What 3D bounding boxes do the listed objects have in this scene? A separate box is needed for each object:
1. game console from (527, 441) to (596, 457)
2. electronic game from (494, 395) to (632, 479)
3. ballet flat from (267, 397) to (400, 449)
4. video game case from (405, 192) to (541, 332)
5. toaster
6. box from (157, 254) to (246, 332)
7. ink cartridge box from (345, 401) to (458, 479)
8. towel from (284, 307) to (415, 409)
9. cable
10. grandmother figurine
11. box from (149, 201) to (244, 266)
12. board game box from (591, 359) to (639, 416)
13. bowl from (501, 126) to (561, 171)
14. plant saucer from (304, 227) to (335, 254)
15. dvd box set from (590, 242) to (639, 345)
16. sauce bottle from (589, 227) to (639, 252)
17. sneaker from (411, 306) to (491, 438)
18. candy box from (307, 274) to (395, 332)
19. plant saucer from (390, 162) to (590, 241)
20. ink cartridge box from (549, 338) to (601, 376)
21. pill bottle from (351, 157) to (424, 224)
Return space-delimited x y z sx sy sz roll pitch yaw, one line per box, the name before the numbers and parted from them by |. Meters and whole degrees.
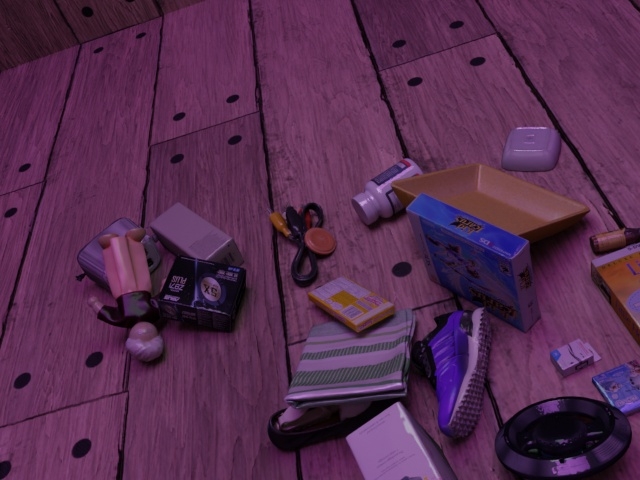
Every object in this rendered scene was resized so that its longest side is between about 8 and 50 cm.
game console | 0.426 0.369 1.224 0.122 0.071 0.107 -20 43 3
electronic game | 0.416 0.340 1.218 0.229 0.048 0.229 -19 13 5
ballet flat | 0.024 0.341 1.403 0.281 0.096 0.095 -23 44 0
video game case | 0.318 0.046 1.465 0.061 0.244 0.269 -44 47 -17
toaster | -0.549 0.050 1.912 0.146 0.129 0.227 26 58 37
box | -0.286 0.128 1.716 0.180 0.077 0.147 12 50 4
ink cartridge box | 0.190 0.460 1.123 0.119 0.207 0.353 -34 43 5
towel | 0.068 0.235 1.437 0.248 0.038 0.325 -11 18 13
cable | -0.042 0.002 1.821 0.140 0.072 0.287 -9 54 -14
grandmother figurine | -0.466 0.140 1.738 0.208 0.104 0.342 -18 66 -11
box | -0.336 0.005 1.892 0.113 0.094 0.275 -41 45 -19
board game box | 0.566 0.274 1.298 0.090 0.020 0.090 -23 44 0
bowl | 0.539 -0.242 1.802 0.142 0.053 0.142 5 50 25
plant saucer | 0.000 0.000 1.780 0.084 0.013 0.083 13 49 -15
dvd box set | 0.751 0.143 1.320 0.308 0.062 0.420 -19 43 3
sauce bottle | 0.653 -0.005 1.526 0.128 0.042 0.042 -13 44 7
sneaker | 0.248 0.259 1.398 0.146 0.102 0.293 -2 42 27
candy box | 0.066 0.140 1.591 0.105 0.027 0.206 -23 27 -24
plant saucer | 0.379 -0.068 1.600 0.333 0.081 0.333 -15 32 -38
ink cartridge box | 0.497 0.224 1.370 0.083 0.028 0.048 -25 43 -3
pill bottle | 0.174 -0.121 1.793 0.180 0.108 0.108 -32 44 -10
